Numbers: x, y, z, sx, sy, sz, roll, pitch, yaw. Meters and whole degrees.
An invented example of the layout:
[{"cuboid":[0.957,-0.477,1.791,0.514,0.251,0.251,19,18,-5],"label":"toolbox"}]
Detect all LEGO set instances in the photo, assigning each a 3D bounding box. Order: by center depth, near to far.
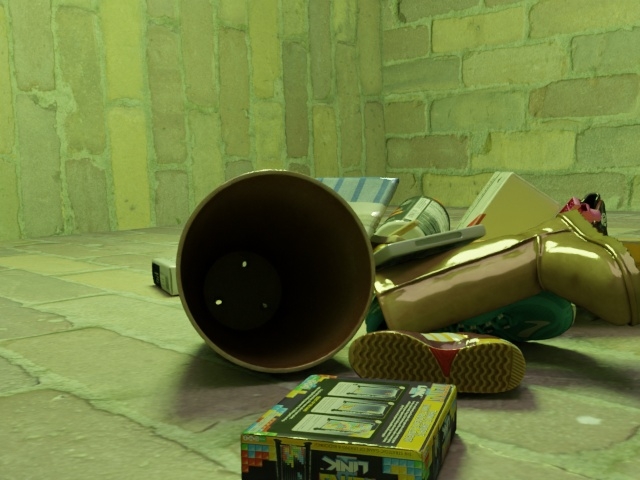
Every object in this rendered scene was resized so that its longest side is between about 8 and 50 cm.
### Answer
[{"cuboid":[0.445,0.034,1.387,0.093,0.087,0.227,11,-40,-15],"label":"LEGO set"}]

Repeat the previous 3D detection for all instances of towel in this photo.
[{"cuboid":[0.000,0.000,1.330,0.209,0.285,0.034,6,-32,47],"label":"towel"}]

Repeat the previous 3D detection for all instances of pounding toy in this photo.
[{"cuboid":[0.094,0.002,1.371,0.154,0.155,0.269,27,-9,-19],"label":"pounding toy"}]

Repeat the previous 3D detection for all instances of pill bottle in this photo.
[{"cuboid":[0.207,-0.019,1.659,0.130,0.131,0.245,0,20,23],"label":"pill bottle"}]

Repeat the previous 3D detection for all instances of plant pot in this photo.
[{"cuboid":[-0.082,0.055,0.999,0.237,0.237,0.254,-4,-9,-17],"label":"plant pot"}]

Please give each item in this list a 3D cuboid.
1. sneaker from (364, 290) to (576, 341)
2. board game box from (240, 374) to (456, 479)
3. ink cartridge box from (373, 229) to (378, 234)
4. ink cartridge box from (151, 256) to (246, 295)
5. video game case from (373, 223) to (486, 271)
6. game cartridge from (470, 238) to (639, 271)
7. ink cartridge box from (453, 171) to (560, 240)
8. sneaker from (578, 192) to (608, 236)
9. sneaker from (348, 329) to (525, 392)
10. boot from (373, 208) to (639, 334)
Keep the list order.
[{"cuboid":[0.190,0.105,0.995,0.275,0.107,0.110,-4,24,26],"label":"sneaker"},{"cuboid":[0.031,0.159,0.630,0.141,0.048,0.170,2,6,18],"label":"board game box"},{"cuboid":[0.170,0.014,1.863,0.127,0.072,0.175,-2,6,6],"label":"ink cartridge box"},{"cuboid":[-0.155,0.056,1.610,0.370,0.069,0.175,-7,7,-22],"label":"ink cartridge box"},{"cuboid":[0.120,0.020,1.013,0.143,0.019,0.157,-12,-11,-23],"label":"video game case"},{"cuboid":[0.342,0.047,1.205,0.323,0.053,0.285,-1,-11,4],"label":"game cartridge"},{"cuboid":[0.348,-0.027,1.505,0.114,0.197,0.273,35,9,3],"label":"ink cartridge box"},{"cuboid":[0.600,-0.024,1.647,0.106,0.163,0.281,1,7,28],"label":"sneaker"},{"cuboid":[0.124,0.131,0.825,0.185,0.070,0.084,5,-2,9],"label":"sneaker"},{"cuboid":[0.205,0.064,0.884,0.269,0.089,0.236,-17,18,2],"label":"boot"}]
